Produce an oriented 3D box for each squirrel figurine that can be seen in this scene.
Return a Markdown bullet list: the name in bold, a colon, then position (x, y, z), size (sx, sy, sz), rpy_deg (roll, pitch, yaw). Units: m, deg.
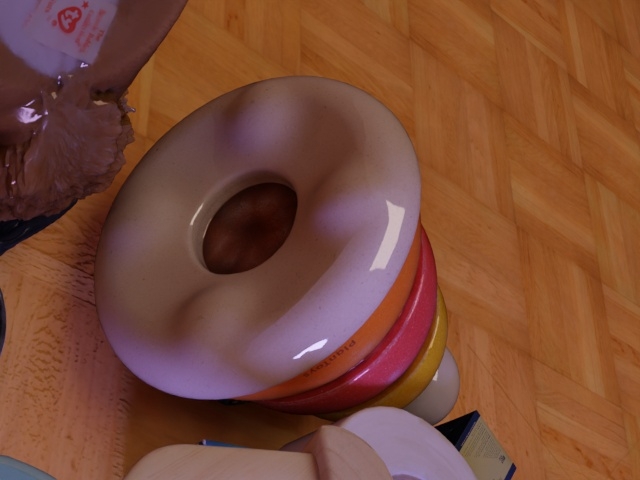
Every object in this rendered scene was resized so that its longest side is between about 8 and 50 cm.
- **squirrel figurine**: position (-0.310, -0.226, 1.103), size (0.281, 0.370, 0.397), rpy_deg (-23, 127, -28)

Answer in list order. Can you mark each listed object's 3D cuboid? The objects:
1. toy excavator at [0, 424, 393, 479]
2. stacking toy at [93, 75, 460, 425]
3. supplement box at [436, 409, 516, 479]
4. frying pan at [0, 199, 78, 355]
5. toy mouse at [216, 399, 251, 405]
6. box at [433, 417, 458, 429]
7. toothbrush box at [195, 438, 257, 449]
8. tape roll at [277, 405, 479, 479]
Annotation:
- **toy excavator**: position (-0.176, 0.244, 0.812), size (0.433, 0.222, 0.445), rpy_deg (27, 44, -6)
- **stacking toy**: position (0.018, 0.088, 1.281), size (0.480, 0.350, 0.351), rpy_deg (49, 32, -48)
- **supplement box**: position (0.162, 0.250, 1.314), size (0.083, 0.056, 0.083), rpy_deg (55, 36, -7)
- **frying pan**: position (-0.352, 0.010, 1.075), size (0.197, 0.053, 0.326), rpy_deg (42, 37, -25)
- **toy mouse**: position (-0.111, 0.131, 1.303), size (0.161, 0.031, 0.143), rpy_deg (53, 36, -10)
- **box**: position (0.106, 0.280, 1.383), size (0.072, 0.126, 0.137), rpy_deg (60, 35, -3)
- **toothbrush box**: position (-0.035, 0.335, 1.174), size (0.295, 0.126, 0.216), rpy_deg (18, 52, -42)
- **tape roll**: position (0.060, 0.305, 1.117), size (0.286, 0.100, 0.286), rpy_deg (31, 44, -36)
